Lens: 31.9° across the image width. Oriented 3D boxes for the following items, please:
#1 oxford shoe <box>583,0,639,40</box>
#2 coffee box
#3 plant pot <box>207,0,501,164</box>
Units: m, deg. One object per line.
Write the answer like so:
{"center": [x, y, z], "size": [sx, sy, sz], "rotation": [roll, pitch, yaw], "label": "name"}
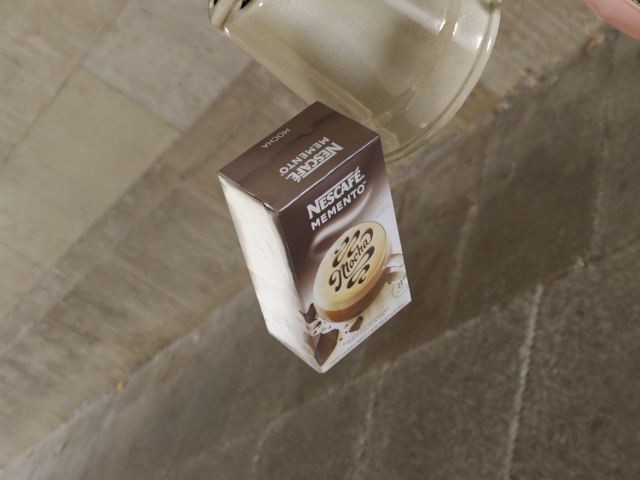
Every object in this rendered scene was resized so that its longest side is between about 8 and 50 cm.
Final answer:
{"center": [0.454, -0.257, 1.198], "size": [0.146, 0.397, 0.140], "rotation": [-45, 38, 46], "label": "oxford shoe"}
{"center": [0.000, 0.000, 1.399], "size": [0.168, 0.297, 0.119], "rotation": [-38, 49, -22], "label": "coffee box"}
{"center": [0.026, -0.319, 1.561], "size": [0.334, 0.305, 0.334], "rotation": [-36, 39, 37], "label": "plant pot"}
